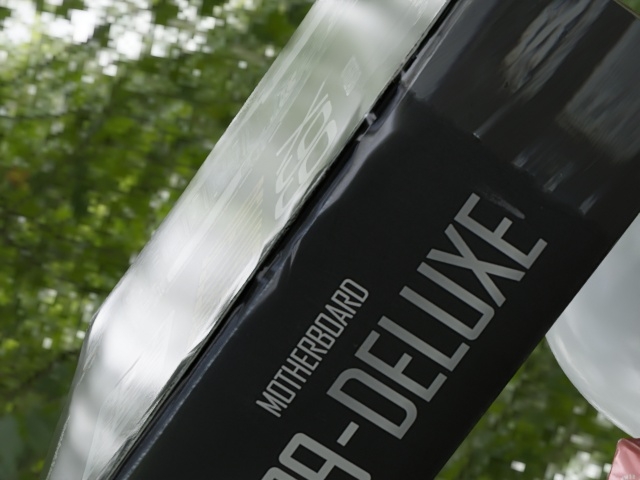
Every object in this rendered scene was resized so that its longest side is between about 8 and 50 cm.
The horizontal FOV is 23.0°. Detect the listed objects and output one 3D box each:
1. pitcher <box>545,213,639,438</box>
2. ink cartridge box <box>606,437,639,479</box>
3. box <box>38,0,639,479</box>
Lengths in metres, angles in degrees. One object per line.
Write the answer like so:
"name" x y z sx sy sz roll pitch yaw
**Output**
"pitcher" 0.214 0.048 0.788 0.125 0.207 0.178 -26 -31 -33
"ink cartridge box" 0.192 0.173 0.643 0.067 0.198 0.115 4 -74 -33
"box" 0.000 0.000 0.544 0.242 0.076 0.307 -54 10 12
